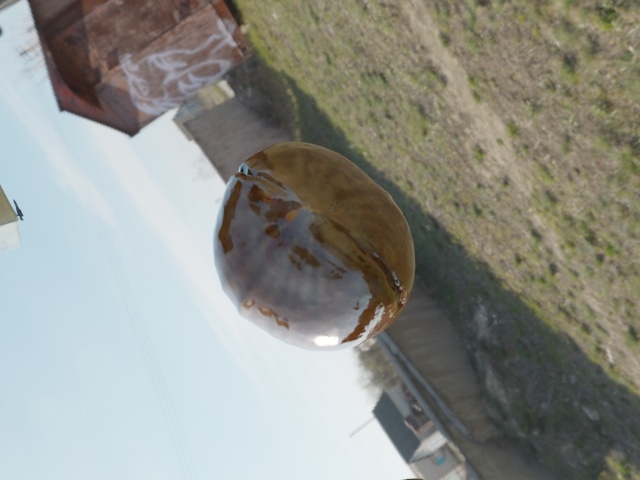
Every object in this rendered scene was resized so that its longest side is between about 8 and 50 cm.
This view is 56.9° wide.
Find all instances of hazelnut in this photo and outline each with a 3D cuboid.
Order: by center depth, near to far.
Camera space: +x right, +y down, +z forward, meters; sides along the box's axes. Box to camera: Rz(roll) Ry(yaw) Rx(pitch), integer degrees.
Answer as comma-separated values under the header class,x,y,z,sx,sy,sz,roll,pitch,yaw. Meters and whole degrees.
class,x,y,z,sx,sy,sz,roll,pitch,yaw
hazelnut,0.000,0.000,0.414,0.150,0.150,0.150,55,178,3

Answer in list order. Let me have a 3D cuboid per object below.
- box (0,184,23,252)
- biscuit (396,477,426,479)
class,x,y,z,sx,sy,sz,roll,pitch,yaw
box,-0.382,-0.093,0.521,0.269,0.135,0.079,61,151,5
biscuit,0.108,0.299,0.471,0.320,0.047,0.183,173,88,-66
